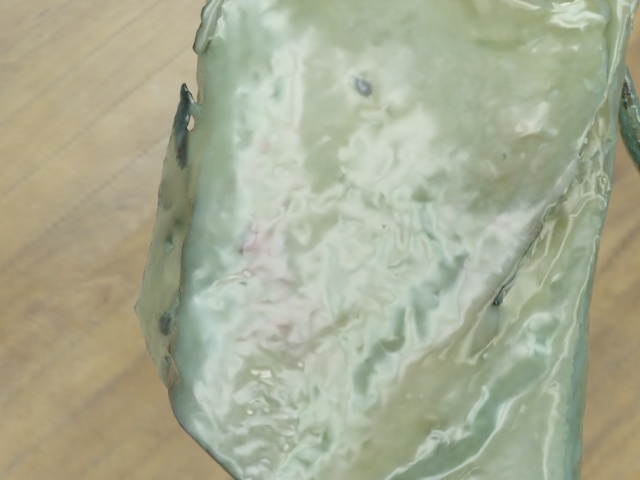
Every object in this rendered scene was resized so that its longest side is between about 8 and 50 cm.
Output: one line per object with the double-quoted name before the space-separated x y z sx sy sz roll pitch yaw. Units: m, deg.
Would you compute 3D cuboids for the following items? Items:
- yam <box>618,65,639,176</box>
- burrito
"yam" 0.242 -0.055 1.396 0.029 0.027 0.234 5 59 -47
"burrito" 0.022 -0.002 0.652 0.175 0.107 0.348 6 100 20
